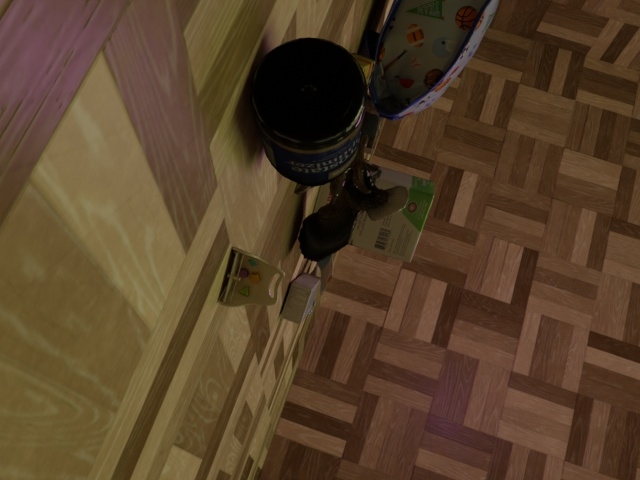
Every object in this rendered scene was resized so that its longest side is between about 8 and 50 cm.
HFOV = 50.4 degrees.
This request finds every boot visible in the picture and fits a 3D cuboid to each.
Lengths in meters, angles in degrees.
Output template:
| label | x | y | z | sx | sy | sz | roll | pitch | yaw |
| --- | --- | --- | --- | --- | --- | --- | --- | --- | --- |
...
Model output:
| label | x | y | z | sx | sy | sz | roll | pitch | yaw |
| --- | --- | --- | --- | --- | --- | --- | --- | --- | --- |
| boot | 0.080 | -0.254 | 1.491 | 0.219 | 0.106 | 0.082 | -63 | 171 | -58 |

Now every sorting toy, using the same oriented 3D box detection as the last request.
| label | x | y | z | sx | sy | sz | roll | pitch | yaw |
| --- | --- | --- | --- | --- | --- | --- | --- | --- | --- |
| sorting toy | -0.089 | 0.054 | 0.921 | 0.045 | 0.075 | 0.083 | -56 | 164 | -72 |

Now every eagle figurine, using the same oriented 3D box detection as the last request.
| label | x | y | z | sx | sy | sz | roll | pitch | yaw |
| --- | --- | --- | --- | --- | --- | --- | --- | --- | --- |
| eagle figurine | 0.059 | -0.090 | 1.445 | 0.298 | 0.227 | 0.225 | 89 | -1 | -62 |

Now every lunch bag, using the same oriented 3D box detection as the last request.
| label | x | y | z | sx | sy | sz | roll | pitch | yaw |
| --- | --- | --- | --- | --- | --- | --- | --- | --- | --- |
| lunch bag | 0.250 | -0.476 | 1.637 | 0.385 | 0.239 | 0.328 | -64 | 172 | 17 |

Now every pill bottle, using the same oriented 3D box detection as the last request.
| label | x | y | z | sx | sy | sz | roll | pitch | yaw |
| --- | --- | --- | --- | --- | --- | --- | --- | --- | --- |
| pill bottle | -0.011 | -0.135 | 0.796 | 0.219 | 0.123 | 0.122 | 85 | 24 | -80 |

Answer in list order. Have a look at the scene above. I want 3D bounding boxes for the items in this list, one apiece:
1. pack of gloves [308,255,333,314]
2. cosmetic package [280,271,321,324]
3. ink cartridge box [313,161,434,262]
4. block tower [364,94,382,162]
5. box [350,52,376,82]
| label | x | y | z | sx | sy | sz | roll | pitch | yaw |
| --- | --- | --- | --- | --- | --- | --- | --- | --- | --- |
| pack of gloves | -0.019 | 0.101 | 2.037 | 0.232 | 0.046 | 0.195 | -86 | -158 | -57 |
| cosmetic package | -0.050 | 0.150 | 1.829 | 0.239 | 0.061 | 0.098 | -32 | 142 | -83 |
| ink cartridge box | 0.130 | -0.085 | 1.732 | 0.114 | 0.273 | 0.198 | -67 | 175 | -65 |
| block tower | 0.092 | -0.228 | 1.835 | 0.097 | 0.091 | 0.335 | -48 | 155 | -80 |
| box | 0.061 | -0.316 | 1.334 | 0.232 | 0.058 | 0.087 | -57 | 165 | -71 |
